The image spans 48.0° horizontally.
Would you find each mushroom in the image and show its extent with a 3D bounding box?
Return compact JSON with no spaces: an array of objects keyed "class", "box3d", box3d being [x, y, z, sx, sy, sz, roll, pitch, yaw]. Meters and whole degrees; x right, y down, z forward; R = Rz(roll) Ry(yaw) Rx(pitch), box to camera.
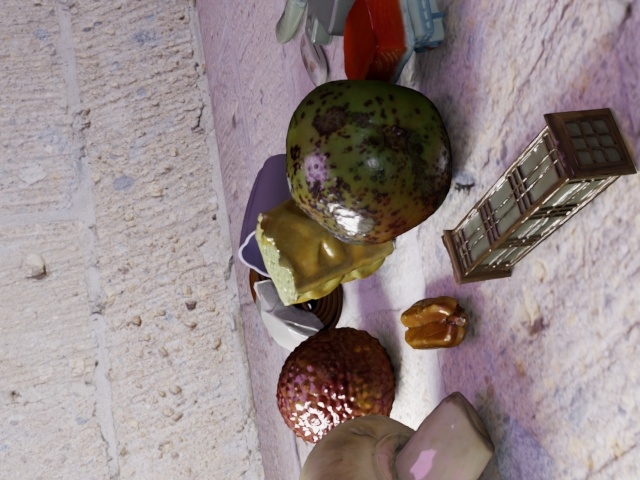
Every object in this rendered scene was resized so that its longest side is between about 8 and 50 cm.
[{"class":"mushroom","box3d":[0.152,0.446,1.195,0.325,0.353,0.353,63,164,-5]}]

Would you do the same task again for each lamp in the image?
[{"class":"lamp","box3d":[0.260,-0.042,0.920,0.325,0.089,0.090,118,142,-61]}]

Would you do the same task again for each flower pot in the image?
[{"class":"flower pot","box3d":[-0.059,-0.070,1.730,0.265,0.265,0.243,112,161,-58]}]

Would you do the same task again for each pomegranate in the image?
[{"class":"pomegranate","box3d":[0.057,-0.116,1.218,0.340,0.285,0.285,151,111,-63]}]

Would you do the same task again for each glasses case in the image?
[{"class":"glasses case","box3d":[-0.017,-0.442,1.755,0.063,0.041,0.164,105,153,-52]}]

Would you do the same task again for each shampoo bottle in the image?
[{"class":"shampoo bottle","box3d":[-0.076,-0.590,1.877,0.212,0.049,0.072,133,133,-68]}]

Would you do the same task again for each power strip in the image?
[{"class":"power strip","box3d":[0.011,-0.531,1.594,0.265,0.059,0.194,-113,27,-44]}]

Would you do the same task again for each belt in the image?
[{"class":"belt","box3d":[-0.066,0.126,1.839,0.122,0.217,0.339,107,145,-53]}]

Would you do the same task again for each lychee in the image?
[{"class":"lychee","box3d":[0.037,0.315,1.534,0.260,0.260,0.261,173,90,-73]}]

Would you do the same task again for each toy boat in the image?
[{"class":"toy boat","box3d":[0.121,-0.338,1.224,0.332,0.133,0.145,164,93,-84]}]

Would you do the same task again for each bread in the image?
[{"class":"bread","box3d":[0.002,0.006,1.455,0.196,0.252,0.238,57,161,16]}]

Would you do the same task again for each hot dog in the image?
[{"class":"hot dog","box3d":[0.199,0.144,1.242,0.235,0.062,0.092,151,112,-75]}]
